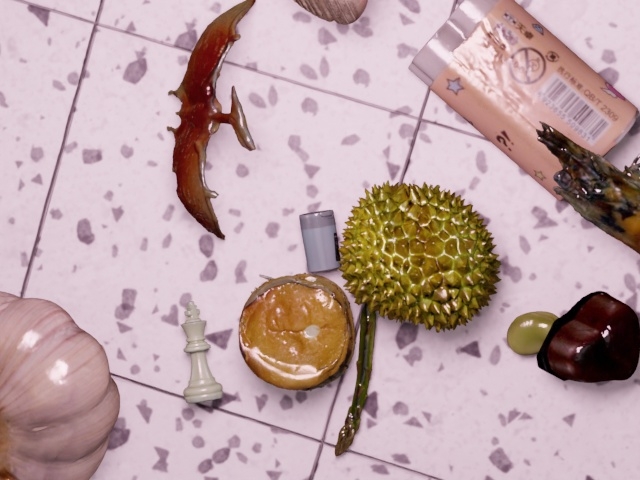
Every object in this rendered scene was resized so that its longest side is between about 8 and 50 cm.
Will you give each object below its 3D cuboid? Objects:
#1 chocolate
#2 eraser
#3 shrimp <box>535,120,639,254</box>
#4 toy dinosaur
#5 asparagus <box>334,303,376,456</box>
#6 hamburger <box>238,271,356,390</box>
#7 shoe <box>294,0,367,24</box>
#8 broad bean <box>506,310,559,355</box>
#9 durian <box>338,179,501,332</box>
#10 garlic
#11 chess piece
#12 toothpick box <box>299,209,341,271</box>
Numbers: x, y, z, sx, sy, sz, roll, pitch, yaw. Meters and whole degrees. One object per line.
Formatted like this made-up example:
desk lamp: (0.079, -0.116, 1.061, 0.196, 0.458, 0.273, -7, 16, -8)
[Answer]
chocolate: (0.389, 0.155, 1.800, 0.149, 0.080, 0.125, -38, 107, -11)
eraser: (0.285, -0.212, 1.803, 0.290, 0.087, 0.171, 41, 96, 1)
shrimp: (0.494, -0.089, 1.741, 0.445, 0.085, 0.272, 21, 99, -13)
toy dinosaur: (-0.142, -0.185, 1.845, 0.207, 0.113, 0.327, -25, 67, 44)
asparagus: (0.056, 0.206, 1.888, 0.034, 0.027, 0.236, 11, 96, 11)
hamburger: (-0.032, 0.124, 1.858, 0.177, 0.113, 0.185, -37, 82, 13)
shoe: (-0.038, -0.454, 1.786, 0.351, 0.172, 0.198, 35, 79, 18)
broad bean: (0.307, 0.132, 1.848, 0.083, 0.045, 0.063, -21, 105, 15)
durian: (0.135, 0.019, 1.796, 0.237, 0.176, 0.200, 23, 68, 14)
garlic: (-0.431, 0.217, 1.841, 0.322, 0.241, 0.322, 1, 108, 3)
chess piece: (-0.180, 0.163, 1.903, 0.059, 0.059, 0.149, -7, 87, 7)
toothpick box: (0.000, 0.000, 1.867, 0.052, 0.052, 0.083, -9, 95, 7)
